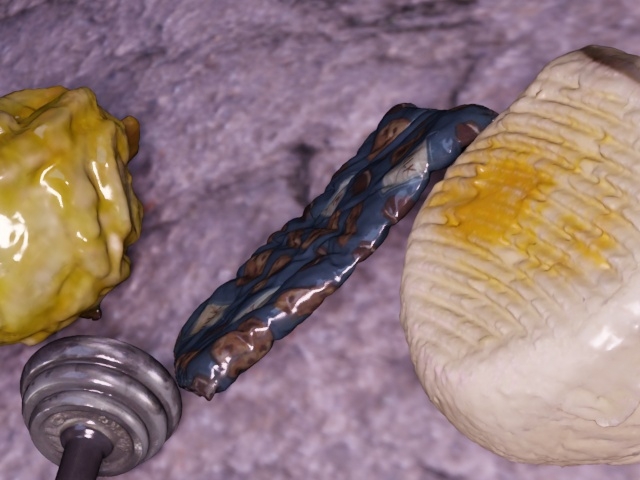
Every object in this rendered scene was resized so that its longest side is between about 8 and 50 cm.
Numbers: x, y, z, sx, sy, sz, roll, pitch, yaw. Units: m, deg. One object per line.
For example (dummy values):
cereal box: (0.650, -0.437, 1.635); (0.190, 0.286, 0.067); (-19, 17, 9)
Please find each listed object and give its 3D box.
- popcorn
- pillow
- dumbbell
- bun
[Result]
popcorn: (-0.236, -0.014, 1.081); (0.233, 0.192, 0.266); (-18, 22, 45)
pillow: (-0.001, 0.001, 0.929); (0.255, 0.034, 0.189); (-44, 12, -5)
dumbbell: (-0.159, 0.165, 0.888); (0.110, 0.110, 0.255); (-17, 38, 25)
bun: (0.162, 0.014, 0.772); (0.244, 0.153, 0.244); (-39, 37, 37)
